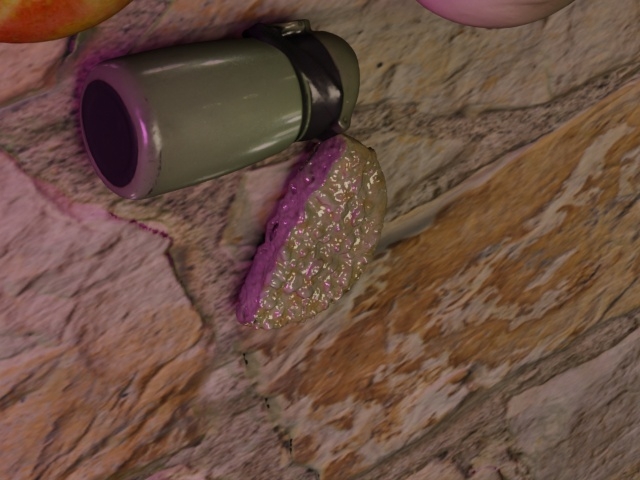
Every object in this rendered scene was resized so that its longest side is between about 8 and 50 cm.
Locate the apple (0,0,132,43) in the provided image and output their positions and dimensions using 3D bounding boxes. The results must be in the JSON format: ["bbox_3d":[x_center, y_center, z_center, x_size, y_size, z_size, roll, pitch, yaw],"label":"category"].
[{"bbox_3d":[-0.303,-0.370,1.720,0.340,0.339,0.339,-17,122,-30],"label":"apple"}]

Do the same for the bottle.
[{"bbox_3d":[-0.107,-0.165,2.076,0.347,0.168,0.168,-18,123,-34],"label":"bottle"}]

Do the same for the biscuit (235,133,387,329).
[{"bbox_3d":[0.000,0.000,2.293,0.179,0.084,0.281,24,99,-46],"label":"biscuit"}]

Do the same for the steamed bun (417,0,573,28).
[{"bbox_3d":[0.210,-0.414,2.074,0.206,0.324,0.324,-2,114,-49],"label":"steamed bun"}]
